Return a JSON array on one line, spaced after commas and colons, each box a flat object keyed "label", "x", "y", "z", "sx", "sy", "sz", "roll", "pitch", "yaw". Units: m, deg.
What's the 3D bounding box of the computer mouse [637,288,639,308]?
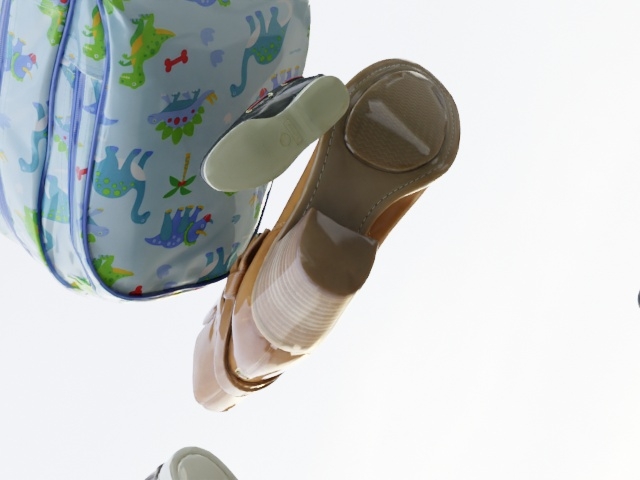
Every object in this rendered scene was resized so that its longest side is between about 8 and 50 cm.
[{"label": "computer mouse", "x": 0.317, "y": 0.119, "z": 1.389, "sx": 0.184, "sy": 0.060, "sz": 0.262, "roll": -11, "pitch": -77, "yaw": -8}]

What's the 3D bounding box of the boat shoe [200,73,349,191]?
[{"label": "boat shoe", "x": -0.038, "y": -0.077, "z": 1.422, "sx": 0.133, "sy": 0.042, "sz": 0.049, "roll": -38, "pitch": -67, "yaw": -27}]

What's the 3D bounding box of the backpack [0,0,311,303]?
[{"label": "backpack", "x": -0.152, "y": -0.124, "z": 1.583, "sx": 0.290, "sy": 0.273, "sz": 0.355, "roll": -13, "pitch": -39, "yaw": -49}]

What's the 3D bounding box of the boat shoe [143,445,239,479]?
[{"label": "boat shoe", "x": -0.078, "y": 0.370, "z": 2.047, "sx": 0.324, "sy": 0.097, "sz": 0.116, "roll": 53, "pitch": -145, "yaw": 5}]

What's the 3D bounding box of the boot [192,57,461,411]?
[{"label": "boot", "x": 0.000, "y": 0.000, "z": 1.553, "sx": 0.109, "sy": 0.220, "sz": 0.283, "roll": 29, "pitch": -129, "yaw": -11}]
